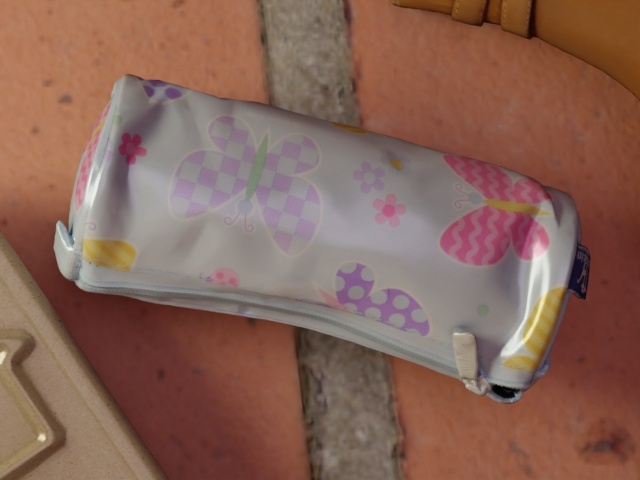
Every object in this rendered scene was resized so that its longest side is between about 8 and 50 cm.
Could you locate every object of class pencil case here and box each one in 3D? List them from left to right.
[{"bbox_3d":[0.000,0.000,0.918,0.273,0.113,0.124,16,76,-8],"label":"pencil case"}]

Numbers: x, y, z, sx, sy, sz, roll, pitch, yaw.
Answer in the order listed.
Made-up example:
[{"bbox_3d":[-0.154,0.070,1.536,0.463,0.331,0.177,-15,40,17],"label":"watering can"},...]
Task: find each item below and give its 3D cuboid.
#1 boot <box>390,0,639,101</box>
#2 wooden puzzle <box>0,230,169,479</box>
[{"bbox_3d":[0.149,-0.130,0.963,0.220,0.109,0.284,2,98,3],"label":"boot"},{"bbox_3d":[-0.232,0.185,0.877,0.322,0.080,0.348,-34,86,-13],"label":"wooden puzzle"}]
